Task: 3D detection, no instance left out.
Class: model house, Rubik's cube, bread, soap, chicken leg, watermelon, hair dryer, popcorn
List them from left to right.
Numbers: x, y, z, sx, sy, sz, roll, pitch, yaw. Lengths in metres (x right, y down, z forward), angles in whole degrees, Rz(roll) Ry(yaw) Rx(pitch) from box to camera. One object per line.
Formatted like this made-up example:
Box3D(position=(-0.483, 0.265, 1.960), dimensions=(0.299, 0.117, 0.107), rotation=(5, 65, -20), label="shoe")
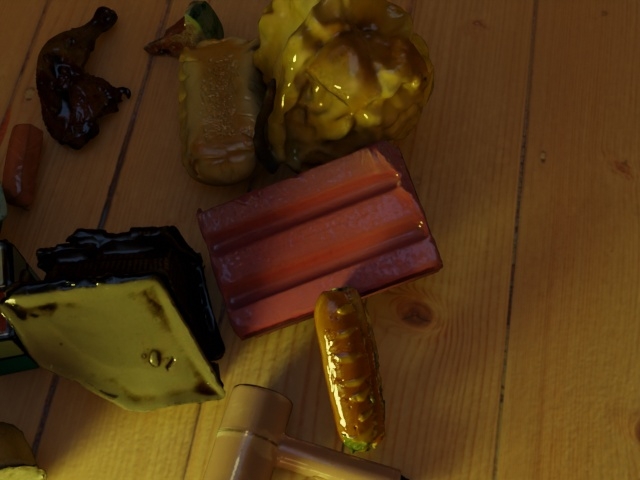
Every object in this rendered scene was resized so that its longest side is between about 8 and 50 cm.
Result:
Box3D(position=(-0.570, 0.122, 1.549), dimensions=(0.183, 0.167, 0.180), rotation=(-9, 65, -1), label="Rubik's cube")
Box3D(position=(-0.466, -0.323, 1.817), dimensions=(0.177, 0.083, 0.323), rotation=(-8, 66, -13), label="chicken leg")
Box3D(position=(-0.328, 0.114, 1.537), dimensions=(0.317, 0.297, 0.282), rotation=(-9, 26, -6), label="model house")
Box3D(position=(-0.257, -0.406, 1.868), dimensions=(0.158, 0.121, 0.098), rotation=(-28, 38, 36), label="watermelon")
Box3D(position=(-0.180, -0.235, 1.738), dimensions=(0.172, 0.121, 0.311), rotation=(-4, 64, 3), label="bread")
Box3D(position=(-0.002, 0.364, 1.467), dimensions=(0.344, 0.107, 0.189), rotation=(16, 63, 2), label="hair dryer")
Box3D(position=(0.000, 0.000, 1.546), dimensions=(0.359, 0.128, 0.233), rotation=(-20, 81, 9), label="soap")
Box3D(position=(0.016, -0.280, 1.642), dimensions=(0.349, 0.349, 0.382), rotation=(37, 76, 17), label="popcorn")

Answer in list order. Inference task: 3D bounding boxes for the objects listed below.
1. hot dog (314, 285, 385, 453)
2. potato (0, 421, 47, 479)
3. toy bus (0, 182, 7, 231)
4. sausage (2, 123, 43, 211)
Box3D(position=(0.051, 0.198, 1.449), dimensions=(0.072, 0.115, 0.269), rotation=(-9, 102, 20), label="hot dog")
Box3D(position=(-0.660, 0.310, 1.395), dimensions=(0.397, 0.290, 0.296), rotation=(-28, 67, -9), label="potato")
Box3D(position=(-0.706, -0.037, 1.572), dimensions=(0.312, 0.190, 0.152), rotation=(-9, 64, -30), label="toy bus")
Box3D(position=(-0.554, -0.130, 1.730), dimensions=(0.065, 0.065, 0.169), rotation=(0, 65, 1), label="sausage")
